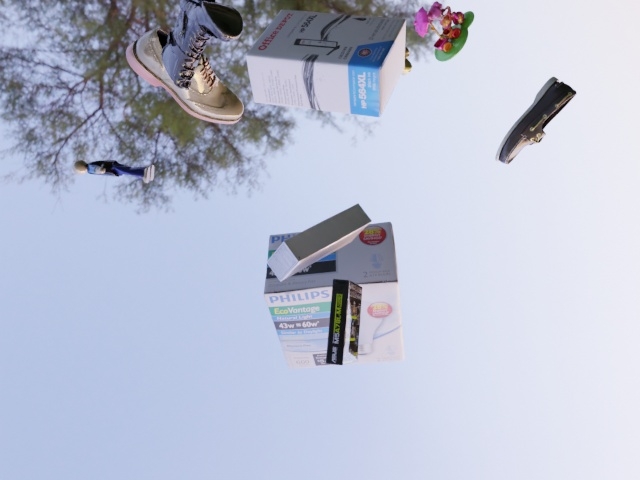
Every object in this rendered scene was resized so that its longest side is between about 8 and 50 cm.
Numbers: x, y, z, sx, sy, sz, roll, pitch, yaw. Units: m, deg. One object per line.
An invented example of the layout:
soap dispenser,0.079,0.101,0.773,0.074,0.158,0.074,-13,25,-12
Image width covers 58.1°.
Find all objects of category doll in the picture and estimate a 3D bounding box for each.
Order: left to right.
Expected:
doll,-0.512,-0.174,1.411,0.189,0.046,0.129,6,-165,-2

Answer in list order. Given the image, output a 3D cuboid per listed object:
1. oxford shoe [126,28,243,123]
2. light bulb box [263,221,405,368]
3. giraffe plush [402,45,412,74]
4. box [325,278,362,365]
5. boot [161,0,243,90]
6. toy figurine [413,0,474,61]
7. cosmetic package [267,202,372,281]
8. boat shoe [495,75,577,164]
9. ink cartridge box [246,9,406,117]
oxford shoe,-0.368,-0.475,1.709,0.397,0.147,0.140,25,-122,-41
light bulb box,0.051,0.165,1.644,0.358,0.361,0.225,-6,-136,7
giraffe plush,0.198,-0.600,2.004,0.181,0.170,0.210,34,-132,-24
box,0.057,0.187,1.311,0.191,0.045,0.184,33,-117,-74
boot,-0.283,-0.449,1.331,0.091,0.229,0.263,-1,-137,-39
toy figurine,0.361,-0.659,1.747,0.159,0.173,0.130,24,-163,-34
cosmetic package,0.000,0.000,1.279,0.239,0.099,0.060,-28,-101,-40
boat shoe,0.497,-0.267,1.338,0.069,0.227,0.081,40,-166,22
ink cartridge box,0.011,-0.268,0.860,0.203,0.085,0.148,11,-131,16
